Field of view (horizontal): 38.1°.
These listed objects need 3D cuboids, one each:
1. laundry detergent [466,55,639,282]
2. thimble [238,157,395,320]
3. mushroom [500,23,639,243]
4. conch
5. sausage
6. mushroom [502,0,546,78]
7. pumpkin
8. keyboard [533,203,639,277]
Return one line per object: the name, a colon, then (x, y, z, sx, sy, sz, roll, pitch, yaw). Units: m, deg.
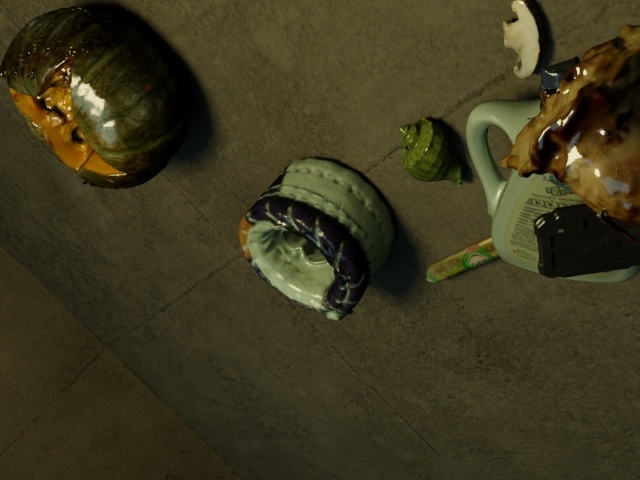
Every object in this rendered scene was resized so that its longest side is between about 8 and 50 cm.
laundry detergent: (0.271, -0.086, 1.064, 0.215, 0.105, 0.280, 10, 139, 35)
thimble: (0.000, 0.000, 1.437, 0.237, 0.150, 0.237, 27, 146, 20)
mushroom: (0.400, -0.045, 0.771, 0.331, 0.356, 0.334, -46, 57, 44)
conch: (0.143, -0.115, 1.230, 0.121, 0.074, 0.089, 37, -174, -28)
sausage: (0.225, 0.019, 1.321, 0.033, 0.033, 0.269, 46, 149, -8)
mushroom: (0.226, -0.225, 1.025, 0.049, 0.019, 0.101, 20, 141, 30)
pumpkin: (-0.358, -0.229, 1.501, 0.320, 0.192, 0.320, 31, 148, 22)
keyboard: (0.367, -0.012, 1.009, 0.262, 0.016, 0.106, -9, 134, 10)
